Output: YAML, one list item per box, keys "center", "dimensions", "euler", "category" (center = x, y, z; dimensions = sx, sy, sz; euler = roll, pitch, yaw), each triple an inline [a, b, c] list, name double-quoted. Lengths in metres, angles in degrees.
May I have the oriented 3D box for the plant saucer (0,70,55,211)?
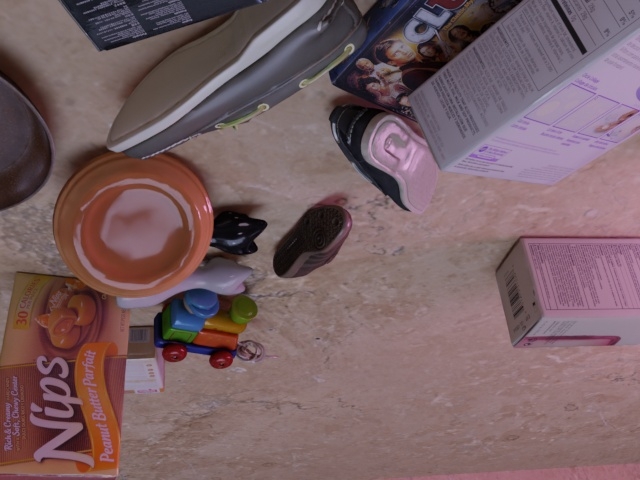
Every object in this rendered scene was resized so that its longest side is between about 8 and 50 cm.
- center: [-0.451, -0.129, 0.746]
  dimensions: [0.310, 0.050, 0.311]
  euler: [-4, 149, -2]
  category: "plant saucer"

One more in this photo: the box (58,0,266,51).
- center: [-0.103, -0.243, 0.520]
  dimensions: [0.180, 0.147, 0.077]
  euler: [-14, 147, 12]
  category: "box"

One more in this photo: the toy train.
- center: [-0.151, 0.149, 1.199]
  dimensions: [0.248, 0.105, 0.143]
  euler: [15, 136, -29]
  category: "toy train"

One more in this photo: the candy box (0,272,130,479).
- center: [-0.396, 0.212, 1.053]
  dimensions: [0.182, 0.317, 0.087]
  euler: [8, 146, -20]
  category: "candy box"

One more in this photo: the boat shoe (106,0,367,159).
- center: [-0.093, -0.159, 0.695]
  dimensions: [0.305, 0.109, 0.091]
  euler: [-28, 137, 26]
  category: "boat shoe"

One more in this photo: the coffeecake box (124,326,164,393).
- center: [-0.382, 0.237, 1.332]
  dimensions: [0.142, 0.068, 0.185]
  euler: [-1, 148, -8]
  category: "coffeecake box"

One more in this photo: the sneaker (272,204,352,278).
- center: [0.000, 0.000, 1.029]
  dimensions: [0.071, 0.066, 0.188]
  euler: [-2, 158, -38]
  category: "sneaker"

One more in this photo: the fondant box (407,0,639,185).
- center: [0.285, -0.181, 0.662]
  dimensions: [0.238, 0.096, 0.330]
  euler: [0, 153, -46]
  category: "fondant box"

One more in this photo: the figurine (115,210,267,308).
- center: [-0.195, 0.028, 1.012]
  dimensions: [0.209, 0.092, 0.215]
  euler: [-1, 149, -15]
  category: "figurine"

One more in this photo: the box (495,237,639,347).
- center: [0.431, 0.087, 1.138]
  dimensions: [0.232, 0.149, 0.127]
  euler: [1, 148, -9]
  category: "box"

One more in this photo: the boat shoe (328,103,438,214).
- center: [0.088, -0.102, 0.868]
  dimensions: [0.079, 0.084, 0.233]
  euler: [23, 173, 33]
  category: "boat shoe"

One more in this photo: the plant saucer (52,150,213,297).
- center: [-0.231, -0.015, 0.867]
  dimensions: [0.199, 0.037, 0.200]
  euler: [-8, 113, -18]
  category: "plant saucer"

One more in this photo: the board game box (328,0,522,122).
- center: [0.143, -0.219, 0.696]
  dimensions: [0.165, 0.042, 0.243]
  euler: [16, 142, -31]
  category: "board game box"
